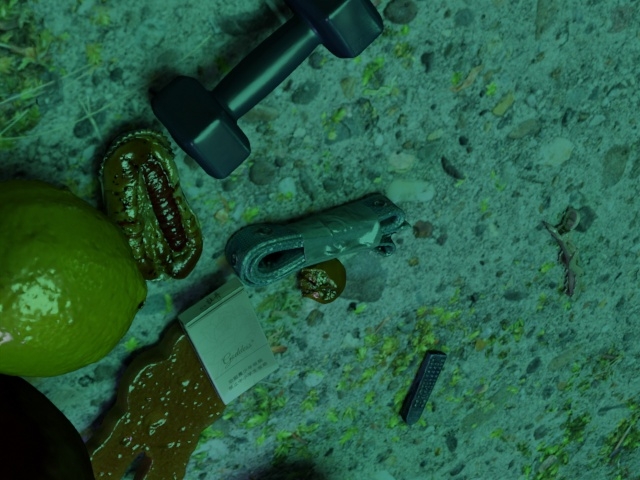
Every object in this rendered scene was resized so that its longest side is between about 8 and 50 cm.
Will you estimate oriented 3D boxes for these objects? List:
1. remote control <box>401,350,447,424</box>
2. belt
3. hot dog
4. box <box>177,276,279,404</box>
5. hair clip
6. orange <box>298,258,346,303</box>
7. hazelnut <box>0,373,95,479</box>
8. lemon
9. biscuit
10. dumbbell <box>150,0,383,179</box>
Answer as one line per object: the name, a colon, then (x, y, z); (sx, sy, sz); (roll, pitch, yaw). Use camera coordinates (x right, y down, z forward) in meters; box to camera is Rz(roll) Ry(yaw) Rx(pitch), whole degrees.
remote control: (0.189, 0.274, 2.082); (0.043, 0.027, 0.152); (11, 110, -32)
belt: (0.000, 0.000, 1.741); (0.302, 0.072, 0.087); (-14, 122, -24)
hot dog: (-0.237, -0.045, 1.549); (0.131, 0.069, 0.252); (-24, 129, -18)
box: (-0.139, 0.157, 1.723); (0.109, 0.029, 0.198); (-34, 133, -16)
hair clip: (0.472, 0.028, 2.105); (0.072, 0.034, 0.226); (-36, 133, -10)
orange: (0.007, 0.065, 1.794); (0.086, 0.062, 0.086); (-20, 130, -26)
hazelnut: (-0.487, 0.346, 1.443); (0.421, 0.421, 0.353); (15, 72, -40)
lemon: (-0.360, 0.052, 1.411); (0.245, 0.245, 0.320); (-52, 140, 6)
biscuit: (-0.240, 0.255, 1.757); (0.202, 0.047, 0.334); (22, 102, -43)
dumbbell: (-0.072, -0.232, 1.488); (0.316, 0.156, 0.143); (-43, 163, -2)
